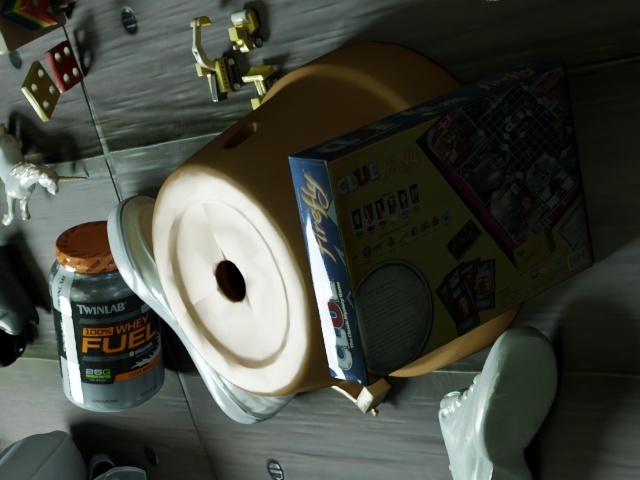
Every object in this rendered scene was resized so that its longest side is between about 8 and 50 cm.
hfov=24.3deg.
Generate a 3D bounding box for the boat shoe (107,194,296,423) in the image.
[{"bbox_3d":[-0.113,0.059,1.495,0.088,0.096,0.267,-38,80,48],"label":"boat shoe"}]

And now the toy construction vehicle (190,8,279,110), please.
[{"bbox_3d":[-0.080,-0.162,1.378,0.086,0.035,0.098,5,113,49],"label":"toy construction vehicle"}]

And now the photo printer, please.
[{"bbox_3d":[-0.347,0.385,1.818,0.107,0.307,0.256,-11,102,11],"label":"photo printer"}]

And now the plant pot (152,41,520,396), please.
[{"bbox_3d":[0.000,0.000,1.234,0.291,0.203,0.290,26,128,39],"label":"plant pot"}]

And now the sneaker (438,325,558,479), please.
[{"bbox_3d":[0.138,0.147,1.262,0.094,0.080,0.212,46,142,42],"label":"sneaker"}]

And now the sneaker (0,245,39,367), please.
[{"bbox_3d":[-0.449,0.122,1.931,0.130,0.109,0.286,53,144,6],"label":"sneaker"}]

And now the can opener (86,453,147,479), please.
[{"bbox_3d":[-0.237,0.400,1.866,0.095,0.076,0.283,-137,36,-64],"label":"can opener"}]

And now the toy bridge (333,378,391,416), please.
[{"bbox_3d":[-0.004,0.098,1.440,0.188,0.026,0.063,49,143,20],"label":"toy bridge"}]

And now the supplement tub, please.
[{"bbox_3d":[-0.235,0.082,1.633,0.117,0.117,0.190,24,128,41],"label":"supplement tub"}]

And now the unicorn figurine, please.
[{"bbox_3d":[-0.349,-0.075,1.730,0.162,0.060,0.111,45,139,24],"label":"unicorn figurine"}]

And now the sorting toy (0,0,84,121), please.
[{"bbox_3d":[-0.299,-0.264,1.520,0.046,0.132,0.274,-13,106,22],"label":"sorting toy"}]

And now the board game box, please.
[{"bbox_3d":[0.094,-0.018,1.075,0.042,0.243,0.165,10,116,49],"label":"board game box"}]
